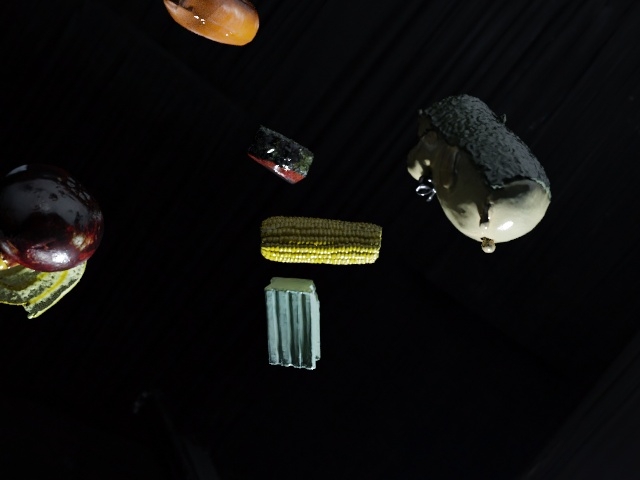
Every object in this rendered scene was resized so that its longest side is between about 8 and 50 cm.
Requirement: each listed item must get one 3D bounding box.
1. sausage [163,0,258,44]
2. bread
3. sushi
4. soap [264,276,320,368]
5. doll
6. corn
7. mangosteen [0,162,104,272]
[{"bbox_3d":[-0.228,-0.496,1.454,0.133,0.133,0.258,41,-162,24],"label":"sausage"},{"bbox_3d":[-0.638,0.049,1.529,0.185,0.257,0.124,58,164,-20],"label":"bread"},{"bbox_3d":[-0.125,-0.279,2.194,0.136,0.126,0.225,31,-179,40],"label":"sushi"},{"bbox_3d":[-0.062,0.187,1.529,0.115,0.198,0.063,5,-158,14],"label":"soap"},{"bbox_3d":[0.312,-0.149,1.396,0.247,0.247,0.349,31,-146,-52],"label":"doll"},{"bbox_3d":[0.000,0.000,1.351,0.244,0.093,0.093,2,-172,-1],"label":"corn"},{"bbox_3d":[-0.583,-0.025,1.370,0.235,0.261,0.235,50,-173,-9],"label":"mangosteen"}]
